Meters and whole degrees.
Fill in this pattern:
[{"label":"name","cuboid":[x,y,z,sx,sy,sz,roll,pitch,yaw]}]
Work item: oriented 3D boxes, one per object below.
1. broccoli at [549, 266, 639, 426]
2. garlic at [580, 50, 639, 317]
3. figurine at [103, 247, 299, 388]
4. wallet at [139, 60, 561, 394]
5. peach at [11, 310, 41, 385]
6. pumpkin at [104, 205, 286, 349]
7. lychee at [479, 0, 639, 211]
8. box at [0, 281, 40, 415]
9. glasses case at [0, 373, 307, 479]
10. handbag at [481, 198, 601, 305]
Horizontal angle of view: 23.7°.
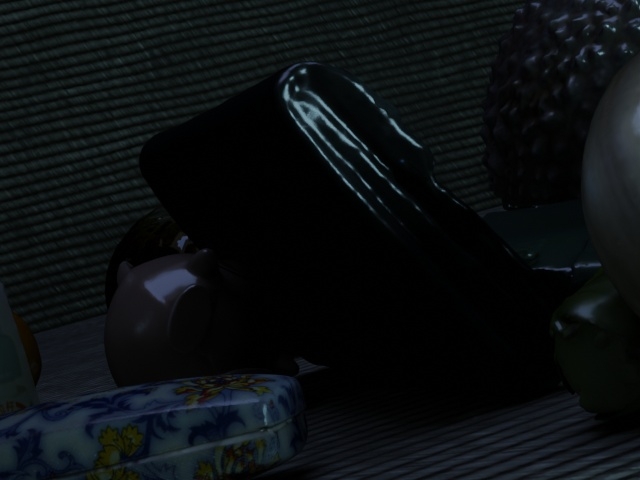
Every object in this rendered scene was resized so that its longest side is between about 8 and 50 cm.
[{"label":"broccoli","cuboid":[0.230,0.011,0.767,0.198,0.177,0.275,19,41,8]},{"label":"garlic","cuboid":[0.217,-0.040,0.647,0.217,0.110,0.228,-18,45,-8]},{"label":"figurine","cuboid":[-0.083,0.064,1.010,0.125,0.125,0.138,-15,9,-15]},{"label":"wallet","cuboid":[0.001,-0.001,0.985,0.062,0.228,0.406,-43,11,-15]},{"label":"peach","cuboid":[-0.313,0.111,1.304,0.138,0.138,0.138,-14,2,1]},{"label":"pumpkin","cuboid":[-0.089,0.025,1.402,0.238,0.159,0.238,-24,9,4]},{"label":"lychee","cuboid":[0.271,-0.122,1.319,0.300,0.300,0.300,-14,2,1]},{"label":"box","cuboid":[-0.286,0.117,0.899,0.079,0.135,0.269,-17,0,35]},{"label":"glasses case","cuboid":[-0.127,0.114,0.781,0.248,0.065,0.087,-13,5,13]},{"label":"handbag","cuboid":[0.219,0.008,1.088,0.247,0.079,0.260,-12,5,19]}]
